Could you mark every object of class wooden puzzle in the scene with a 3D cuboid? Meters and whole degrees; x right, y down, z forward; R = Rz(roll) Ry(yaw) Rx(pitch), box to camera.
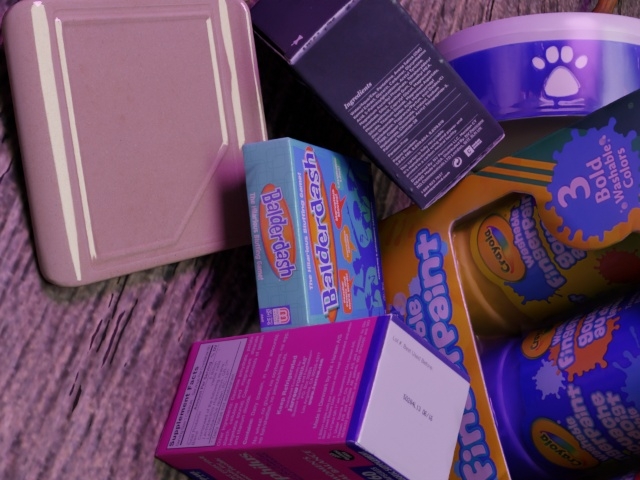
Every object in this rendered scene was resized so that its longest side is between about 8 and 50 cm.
[{"bbox_3d":[-0.144,-0.089,1.058,0.239,0.044,0.221,-14,98,-45],"label":"wooden puzzle"}]

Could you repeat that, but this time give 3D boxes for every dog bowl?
[{"bbox_3d":[0.245,-0.146,1.352,0.265,0.265,0.104,11,75,-47],"label":"dog bowl"}]

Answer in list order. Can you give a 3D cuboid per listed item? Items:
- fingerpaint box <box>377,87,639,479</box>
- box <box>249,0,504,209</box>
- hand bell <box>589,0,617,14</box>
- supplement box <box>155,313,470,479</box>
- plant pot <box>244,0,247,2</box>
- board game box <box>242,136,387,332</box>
[{"bbox_3d":[0.252,0.136,1.149,0.163,0.371,0.444,4,68,-44],"label":"fingerpaint box"},{"bbox_3d":[0.048,-0.152,1.188,0.108,0.153,0.207,-43,122,2],"label":"box"},{"bbox_3d":[0.382,-0.325,1.697,0.126,0.126,0.242,42,66,-35],"label":"hand bell"},{"bbox_3d":[-0.009,0.141,1.030,0.111,0.220,0.114,39,55,-36],"label":"supplement box"},{"bbox_3d":[-0.095,-0.324,1.124,0.237,0.110,0.237,15,70,-46],"label":"plant pot"},{"bbox_3d":[0.000,0.000,1.152,0.210,0.047,0.160,5,78,-68],"label":"board game box"}]
